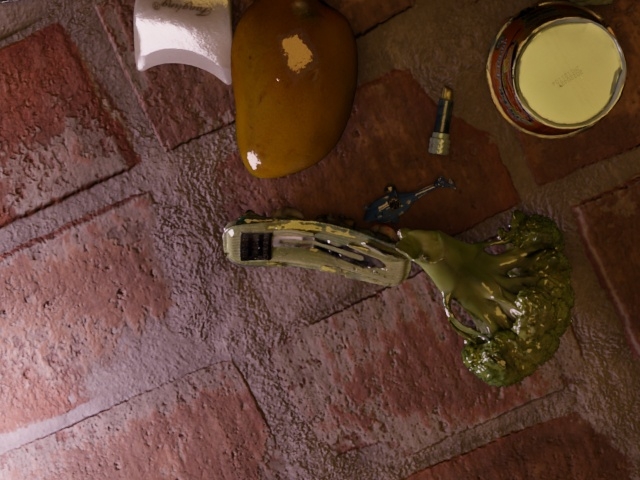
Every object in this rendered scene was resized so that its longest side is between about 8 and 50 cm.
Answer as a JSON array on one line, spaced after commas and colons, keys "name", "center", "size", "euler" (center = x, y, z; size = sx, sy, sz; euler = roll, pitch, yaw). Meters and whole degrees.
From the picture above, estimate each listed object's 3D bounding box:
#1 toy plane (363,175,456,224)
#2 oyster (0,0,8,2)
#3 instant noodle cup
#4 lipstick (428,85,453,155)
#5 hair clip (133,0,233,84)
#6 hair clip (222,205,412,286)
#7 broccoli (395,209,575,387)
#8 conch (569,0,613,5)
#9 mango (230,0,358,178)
[{"name": "toy plane", "center": [0.148, -0.068, 1.933], "size": [0.167, 0.054, 0.062], "euler": [-26, 122, 9]}, {"name": "oyster", "center": [-0.503, -0.486, 1.885], "size": [0.252, 0.087, 0.199], "euler": [-34, 105, 16]}, {"name": "instant noodle cup", "center": [0.383, -0.268, 1.810], "size": [0.230, 0.182, 0.230], "euler": [1, 101, 5]}, {"name": "lipstick", "center": [0.207, -0.202, 1.910], "size": [0.037, 0.037, 0.116], "euler": [10, 96, 2]}, {"name": "hair clip", "center": [-0.215, -0.404, 1.865], "size": [0.172, 0.113, 0.282], "euler": [10, 101, 3]}, {"name": "hair clip", "center": [-0.001, -0.002, 1.932], "size": [0.321, 0.138, 0.091], "euler": [10, 57, 2]}, {"name": "broccoli", "center": [0.309, 0.072, 1.848], "size": [0.254, 0.186, 0.302], "euler": [-34, 117, -10]}, {"name": "conch", "center": [0.470, -0.510, 1.720], "size": [0.302, 0.215, 0.319], "euler": [-6, 108, -25]}, {"name": "mango", "center": [-0.047, -0.253, 1.853], "size": [0.211, 0.173, 0.317], "euler": [9, 107, 3]}]
